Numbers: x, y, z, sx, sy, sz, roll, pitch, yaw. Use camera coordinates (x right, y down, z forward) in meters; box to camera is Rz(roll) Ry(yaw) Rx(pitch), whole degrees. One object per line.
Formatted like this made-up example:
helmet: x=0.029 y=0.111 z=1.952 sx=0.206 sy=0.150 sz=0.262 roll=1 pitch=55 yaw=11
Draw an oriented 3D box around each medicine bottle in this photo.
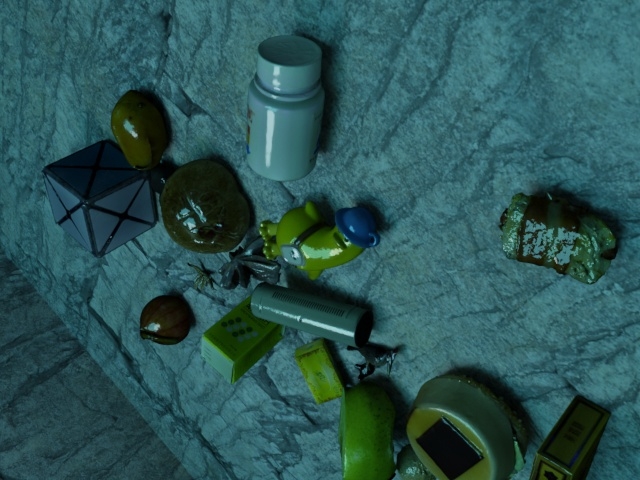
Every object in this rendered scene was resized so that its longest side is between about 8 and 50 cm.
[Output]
medicine bottle: x=-0.232 y=0.290 z=2.053 sx=0.137 sy=0.250 sz=0.141 roll=34 pitch=142 yaw=21
medicine bottle: x=-0.078 y=-0.287 z=1.483 sx=0.170 sy=0.170 sz=0.293 roll=33 pitch=140 yaw=25

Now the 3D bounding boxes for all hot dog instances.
hot dog: x=0.430 y=-0.009 z=1.227 sx=0.213 sy=0.103 sz=0.146 roll=24 pitch=114 yaw=20

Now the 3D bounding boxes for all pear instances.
pear: x=0.135 y=0.520 z=1.894 sx=0.159 sy=0.292 sz=0.292 roll=0 pitch=129 yaw=-1

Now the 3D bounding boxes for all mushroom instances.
mushroom: x=-0.326 y=-0.088 z=1.905 sx=0.278 sy=0.146 sz=0.278 roll=3 pitch=106 yaw=12

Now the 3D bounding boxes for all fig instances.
fig: x=-0.577 y=0.301 z=2.481 sx=0.205 sy=0.205 sz=0.205 roll=28 pitch=136 yaw=30

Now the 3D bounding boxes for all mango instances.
mango: x=-0.531 y=-0.311 z=1.983 sx=0.166 sy=0.136 sz=0.236 roll=36 pitch=143 yaw=21

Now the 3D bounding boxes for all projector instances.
projector: x=-0.027 y=0.197 z=1.828 sx=0.337 sy=0.108 sz=0.108 roll=13 pitch=128 yaw=29

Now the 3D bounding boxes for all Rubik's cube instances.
Rubik's cube: x=-0.720 y=-0.140 z=2.216 sx=0.259 sy=0.260 sz=0.255 roll=31 pitch=140 yaw=27

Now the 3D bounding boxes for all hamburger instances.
hamburger: x=0.349 y=0.460 z=1.630 sx=0.302 sy=0.170 sz=0.302 roll=26 pitch=132 yaw=34

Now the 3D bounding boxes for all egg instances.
egg: x=0.271 y=0.632 z=1.900 sx=0.118 sy=0.116 sz=0.140 roll=25 pitch=166 yaw=-3

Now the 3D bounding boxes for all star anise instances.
star anise: x=-0.187 y=0.065 z=1.883 sx=0.257 sy=0.198 sz=0.110 roll=-21 pitch=125 yaw=39

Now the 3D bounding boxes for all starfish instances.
starfish: x=-0.398 y=0.114 z=2.257 sx=0.133 sy=0.041 sz=0.130 roll=-13 pitch=117 yaw=44

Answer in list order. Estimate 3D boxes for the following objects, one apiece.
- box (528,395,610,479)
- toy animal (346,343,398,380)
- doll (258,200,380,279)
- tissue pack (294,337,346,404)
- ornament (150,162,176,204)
box: x=0.519 y=0.507 z=1.459 sx=0.084 sy=0.193 sz=0.301 roll=26 pitch=135 yaw=31
toy animal: x=0.147 y=0.314 z=1.815 sx=0.202 sy=0.070 sz=0.105 roll=-25 pitch=81 yaw=57
doll: x=0.000 y=0.000 z=1.655 sx=0.363 sy=0.145 sz=0.199 roll=-1 pitch=106 yaw=42
tissue pack: x=0.001 y=0.388 z=1.995 sx=0.095 sy=0.062 sz=0.176 roll=-21 pitch=107 yaw=9
ornament: x=-0.463 y=-0.128 z=2.098 sx=0.260 sy=0.106 sz=0.251 roll=16 pitch=127 yaw=46
